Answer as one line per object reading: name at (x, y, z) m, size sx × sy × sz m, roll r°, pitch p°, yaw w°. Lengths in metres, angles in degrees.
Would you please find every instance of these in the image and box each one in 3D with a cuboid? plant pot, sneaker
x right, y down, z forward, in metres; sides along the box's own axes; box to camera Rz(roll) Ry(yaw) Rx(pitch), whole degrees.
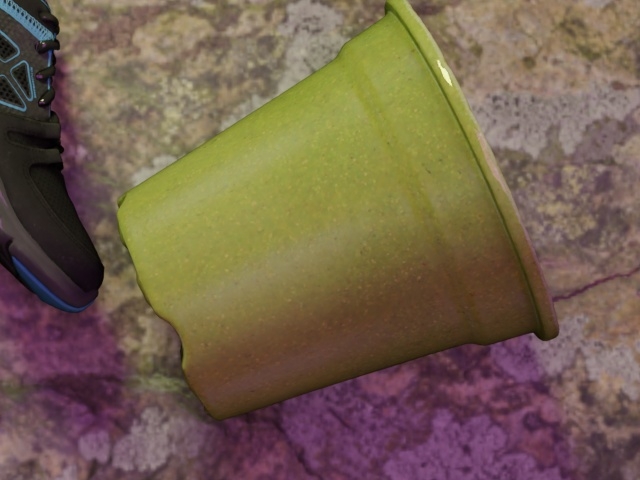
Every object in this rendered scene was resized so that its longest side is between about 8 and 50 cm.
plant pot at (0.000, 0.000, 1.273) m, size 0.253 × 0.276 × 0.276 m, roll -26°, pitch 92°, yaw -1°
sneaker at (-0.235, -0.109, 1.285) m, size 0.139 × 0.125 × 0.341 m, roll -30°, pitch 95°, yaw -16°
